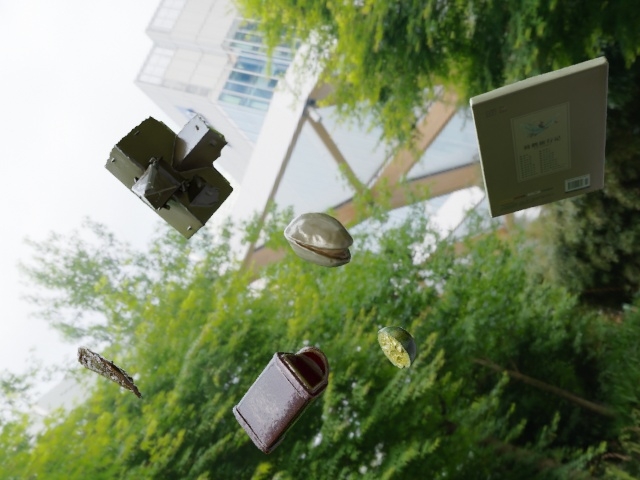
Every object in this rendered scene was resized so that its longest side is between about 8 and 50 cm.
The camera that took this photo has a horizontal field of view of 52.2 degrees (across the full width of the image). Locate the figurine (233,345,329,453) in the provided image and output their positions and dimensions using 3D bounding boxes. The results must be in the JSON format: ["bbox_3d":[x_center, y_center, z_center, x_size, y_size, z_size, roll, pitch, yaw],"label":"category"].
[{"bbox_3d":[-0.036,0.214,0.914,0.154,0.082,0.098,-52,-30,17],"label":"figurine"}]

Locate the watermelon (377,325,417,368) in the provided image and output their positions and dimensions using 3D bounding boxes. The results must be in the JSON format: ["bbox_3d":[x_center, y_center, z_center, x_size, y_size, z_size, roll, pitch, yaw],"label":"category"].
[{"bbox_3d":[0.179,0.234,1.473,0.062,0.105,0.106,-35,-40,-21],"label":"watermelon"}]

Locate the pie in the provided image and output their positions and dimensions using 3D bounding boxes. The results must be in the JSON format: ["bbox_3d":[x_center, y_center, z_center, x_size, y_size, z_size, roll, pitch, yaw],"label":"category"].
[{"bbox_3d":[-0.425,0.247,1.290,0.033,0.191,0.088,-53,-33,-29],"label":"pie"}]

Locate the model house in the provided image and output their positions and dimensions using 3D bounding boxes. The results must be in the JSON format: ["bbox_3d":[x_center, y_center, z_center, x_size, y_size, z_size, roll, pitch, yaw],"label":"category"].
[{"bbox_3d":[-0.225,-0.104,0.996,0.176,0.181,0.248,-46,12,8],"label":"model house"}]

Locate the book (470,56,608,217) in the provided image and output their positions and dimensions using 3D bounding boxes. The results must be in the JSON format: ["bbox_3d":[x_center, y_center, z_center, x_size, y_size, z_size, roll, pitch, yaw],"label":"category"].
[{"bbox_3d":[0.387,-0.164,1.140,0.310,0.216,0.021,62,-164,-50],"label":"book"}]

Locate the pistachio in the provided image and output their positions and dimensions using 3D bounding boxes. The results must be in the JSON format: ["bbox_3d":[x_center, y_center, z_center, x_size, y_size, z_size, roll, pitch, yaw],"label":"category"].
[{"bbox_3d":[0.000,0.000,1.507,0.124,0.184,0.125,-18,-62,-39],"label":"pistachio"}]
